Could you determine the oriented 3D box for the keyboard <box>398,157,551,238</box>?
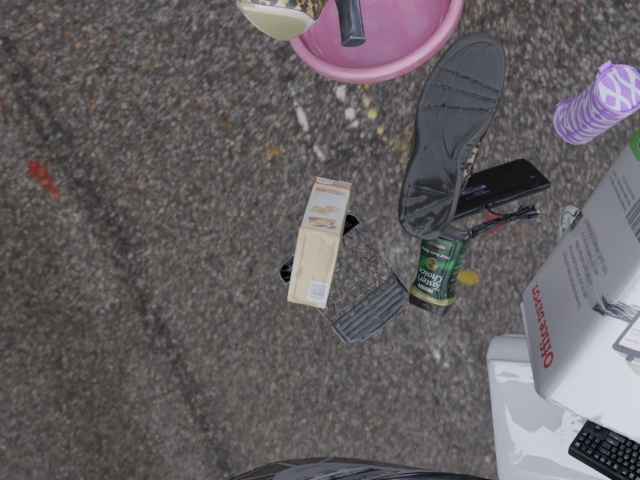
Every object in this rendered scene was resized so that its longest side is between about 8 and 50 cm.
[{"bbox_3d":[0.346,-0.077,1.820,0.317,0.201,0.033,-19,130,-8],"label":"keyboard"}]

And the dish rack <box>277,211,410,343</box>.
[{"bbox_3d":[0.060,0.090,1.833,0.208,0.074,0.271,-39,105,2],"label":"dish rack"}]

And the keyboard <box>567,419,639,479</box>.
[{"bbox_3d":[0.430,0.316,1.163,0.180,0.108,0.023,28,161,36],"label":"keyboard"}]

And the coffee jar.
[{"bbox_3d":[0.243,0.061,1.752,0.096,0.079,0.184,20,116,24],"label":"coffee jar"}]

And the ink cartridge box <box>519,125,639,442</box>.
[{"bbox_3d":[0.317,0.022,0.814,0.115,0.198,0.273,26,117,-5],"label":"ink cartridge box"}]

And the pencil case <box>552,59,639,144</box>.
[{"bbox_3d":[0.441,-0.216,1.363,0.086,0.206,0.088,-43,86,-10],"label":"pencil case"}]

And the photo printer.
[{"bbox_3d":[0.422,0.274,1.312,0.307,0.107,0.256,1,113,24],"label":"photo printer"}]

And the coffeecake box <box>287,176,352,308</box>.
[{"bbox_3d":[0.000,0.000,1.426,0.068,0.185,0.142,12,122,2],"label":"coffeecake box"}]

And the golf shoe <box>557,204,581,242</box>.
[{"bbox_3d":[0.495,0.014,1.665,0.069,0.086,0.176,-2,110,3],"label":"golf shoe"}]

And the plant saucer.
[{"bbox_3d":[0.101,-0.422,1.570,0.332,0.332,0.084,-7,155,14],"label":"plant saucer"}]

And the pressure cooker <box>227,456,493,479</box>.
[{"bbox_3d":[0.053,0.336,0.518,0.375,0.370,0.420,35,157,-12],"label":"pressure cooker"}]

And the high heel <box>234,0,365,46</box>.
[{"bbox_3d":[-0.039,-0.424,1.384,0.093,0.261,0.186,-20,74,48],"label":"high heel"}]

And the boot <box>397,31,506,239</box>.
[{"bbox_3d":[0.245,-0.197,1.622,0.138,0.284,0.377,15,98,7],"label":"boot"}]
